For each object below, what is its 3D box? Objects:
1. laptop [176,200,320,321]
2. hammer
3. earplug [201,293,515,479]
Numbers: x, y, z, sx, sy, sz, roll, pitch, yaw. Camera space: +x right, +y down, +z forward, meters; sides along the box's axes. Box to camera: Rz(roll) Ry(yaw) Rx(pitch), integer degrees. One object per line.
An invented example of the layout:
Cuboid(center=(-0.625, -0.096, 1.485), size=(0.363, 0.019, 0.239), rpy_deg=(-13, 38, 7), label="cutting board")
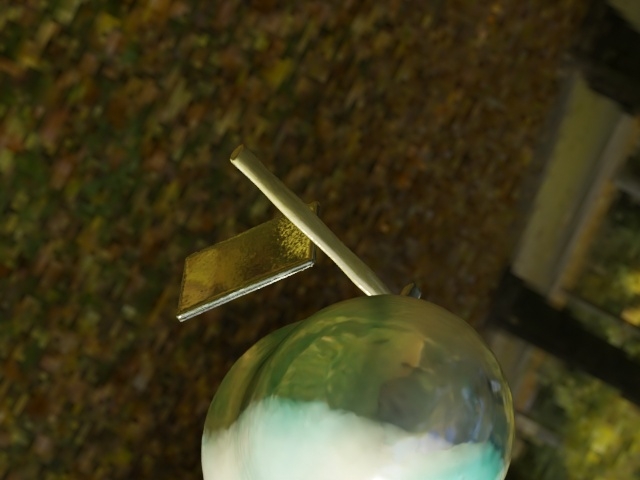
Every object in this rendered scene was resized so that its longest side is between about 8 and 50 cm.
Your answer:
Cuboid(center=(-0.081, 0.023, 2.084), size=(0.180, 0.016, 0.129), rpy_deg=(-24, -149, 18), label="laptop")
Cuboid(center=(0.000, 0.000, 1.427), size=(0.013, 0.199, 0.062), rpy_deg=(-21, -149, 51), label="hammer")
Cuboid(center=(0.029, 0.103, 1.020), size=(0.185, 0.185, 0.324), rpy_deg=(-60, 178, -14), label="earplug")
